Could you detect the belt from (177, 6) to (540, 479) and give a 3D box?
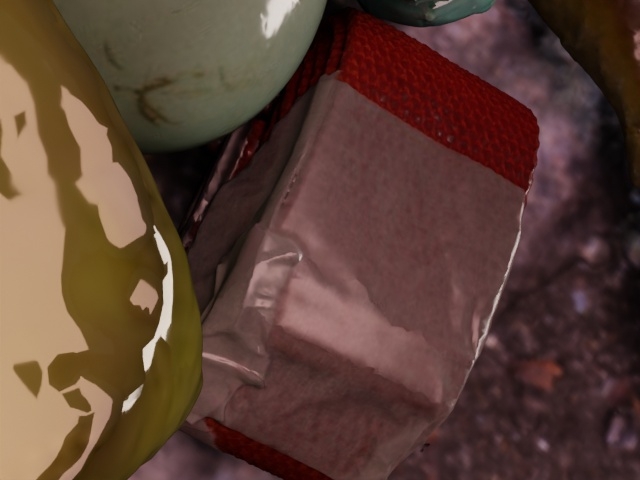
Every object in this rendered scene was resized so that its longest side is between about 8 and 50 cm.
[{"bbox_3d":[0.000,0.000,0.550,0.124,0.128,0.201,29,67,-15],"label":"belt"}]

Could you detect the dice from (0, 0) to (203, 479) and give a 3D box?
[{"bbox_3d":[-0.194,0.017,0.412,0.233,0.227,0.238,-32,92,-24],"label":"dice"}]

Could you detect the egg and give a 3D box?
[{"bbox_3d":[-0.079,-0.137,0.512,0.168,0.168,0.231,-4,58,-23],"label":"egg"}]

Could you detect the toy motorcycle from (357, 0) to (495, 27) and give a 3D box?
[{"bbox_3d":[0.053,-0.205,0.590,0.109,0.198,0.297,-1,64,9],"label":"toy motorcycle"}]

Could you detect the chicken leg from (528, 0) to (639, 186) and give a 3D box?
[{"bbox_3d":[0.222,-0.034,0.655,0.201,0.152,0.429,-31,85,-37],"label":"chicken leg"}]
